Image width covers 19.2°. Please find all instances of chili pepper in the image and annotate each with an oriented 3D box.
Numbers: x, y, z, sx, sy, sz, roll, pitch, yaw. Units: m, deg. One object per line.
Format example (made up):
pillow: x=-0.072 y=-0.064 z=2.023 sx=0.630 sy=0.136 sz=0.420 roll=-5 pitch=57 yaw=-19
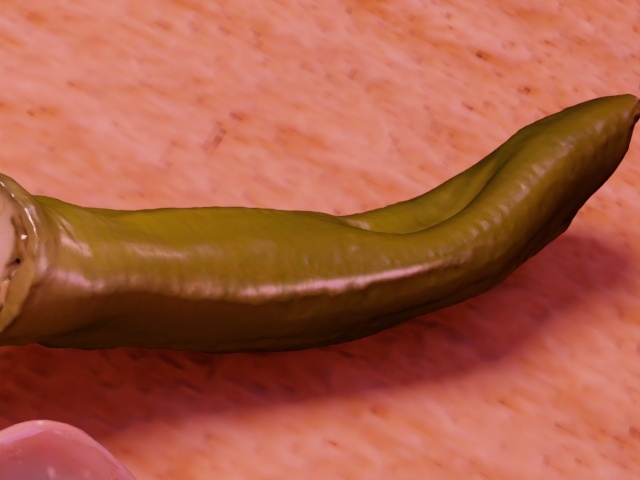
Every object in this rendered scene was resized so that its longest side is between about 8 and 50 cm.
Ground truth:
chili pepper: x=0.000 y=0.000 z=0.456 sx=0.202 sy=0.052 sz=0.050 roll=-9 pitch=84 yaw=-36

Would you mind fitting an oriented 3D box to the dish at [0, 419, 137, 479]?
dish: x=-0.064 y=0.140 z=0.270 sx=0.151 sy=0.077 sz=0.212 roll=41 pitch=44 yaw=11
